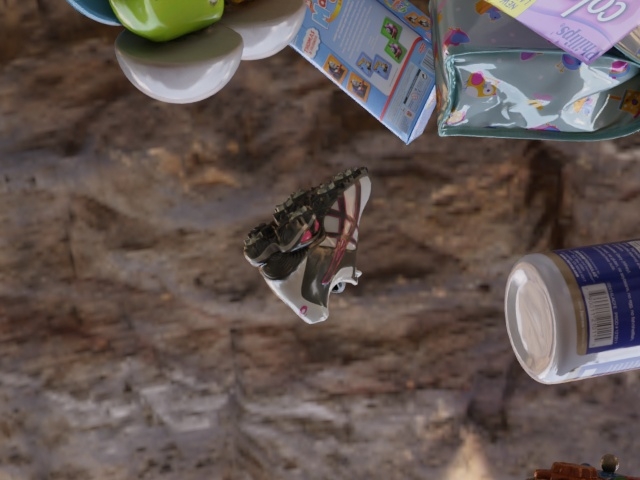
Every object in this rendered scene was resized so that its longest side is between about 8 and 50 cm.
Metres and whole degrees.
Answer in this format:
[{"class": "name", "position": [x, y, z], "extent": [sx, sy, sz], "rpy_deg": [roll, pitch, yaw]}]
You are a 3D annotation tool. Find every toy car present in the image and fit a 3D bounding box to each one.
[{"class": "toy car", "position": [-0.090, -0.181, 0.829], "extent": [0.136, 0.159, 0.182], "rpy_deg": [16, -147, 22]}]

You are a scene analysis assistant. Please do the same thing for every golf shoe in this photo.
[{"class": "golf shoe", "position": [0.000, 0.000, 1.627], "extent": [0.105, 0.120, 0.273], "rpy_deg": [-23, -167, 31]}]

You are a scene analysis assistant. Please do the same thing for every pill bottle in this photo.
[{"class": "pill bottle", "position": [0.363, 0.076, 1.618], "extent": [0.264, 0.153, 0.153], "rpy_deg": [-7, -144, -18]}]

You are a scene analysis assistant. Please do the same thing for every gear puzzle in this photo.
[{"class": "gear puzzle", "position": [0.283, 0.255, 1.448], "extent": [0.175, 0.044, 0.339], "rpy_deg": [6, 177, 31]}]

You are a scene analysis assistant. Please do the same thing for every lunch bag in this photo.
[{"class": "lunch bag", "position": [0.251, -0.226, 1.471], "extent": [0.262, 0.160, 0.223], "rpy_deg": [0, -131, 2]}]

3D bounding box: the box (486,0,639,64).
[{"class": "box", "position": [0.261, -0.298, 1.227], "extent": [0.213, 0.243, 0.117], "rpy_deg": [16, -138, -54]}]

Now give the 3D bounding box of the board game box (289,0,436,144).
[{"class": "board game box", "position": [0.061, -0.240, 1.690], "extent": [0.211, 0.160, 0.039], "rpy_deg": [41, -128, 14]}]
